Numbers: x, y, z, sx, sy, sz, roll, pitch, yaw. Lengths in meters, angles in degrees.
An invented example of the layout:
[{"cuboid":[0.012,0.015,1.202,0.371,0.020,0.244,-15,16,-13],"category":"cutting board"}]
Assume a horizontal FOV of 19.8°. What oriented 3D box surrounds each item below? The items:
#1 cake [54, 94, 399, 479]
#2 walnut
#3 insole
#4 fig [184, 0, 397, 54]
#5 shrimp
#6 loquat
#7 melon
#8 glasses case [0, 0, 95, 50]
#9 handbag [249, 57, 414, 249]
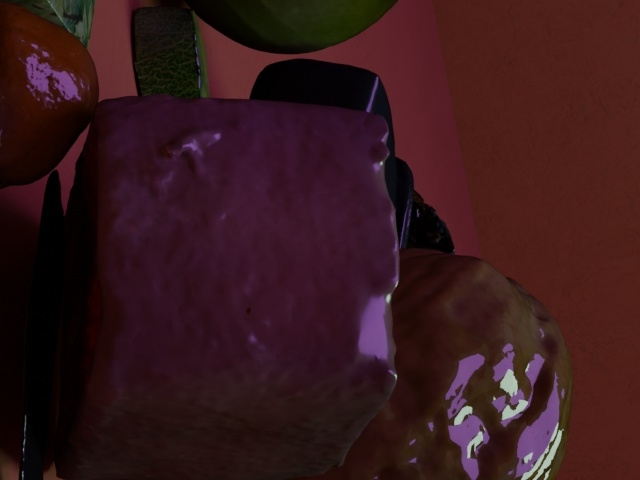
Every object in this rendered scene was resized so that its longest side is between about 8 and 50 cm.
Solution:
[{"cuboid":[-0.080,0.044,1.377,0.309,0.230,0.237,117,-30,-65],"category":"cake"},{"cuboid":[0.078,0.162,1.658,0.344,0.306,0.306,-55,147,-22],"category":"walnut"},{"cuboid":[-0.205,0.120,1.318,0.119,0.009,0.348,79,14,-84],"category":"insole"},{"cuboid":[-0.044,-0.350,1.888,0.316,0.316,0.316,-9,90,-77],"category":"fig"},{"cuboid":[0.095,0.013,2.403,0.365,0.071,0.233,-142,-141,-60],"category":"shrimp"},{"cuboid":[-0.227,-0.103,1.316,0.137,0.113,0.137,2,88,-47],"category":"loquat"},{"cuboid":[-0.131,-0.129,1.846,0.209,0.064,0.118,70,12,-49],"category":"melon"},{"cuboid":[-0.250,-0.247,1.405,0.272,0.062,0.095,60,31,-57],"category":"glasses case"},{"cuboid":[0.003,0.000,1.923,0.275,0.178,0.301,75,22,-64],"category":"handbag"}]
